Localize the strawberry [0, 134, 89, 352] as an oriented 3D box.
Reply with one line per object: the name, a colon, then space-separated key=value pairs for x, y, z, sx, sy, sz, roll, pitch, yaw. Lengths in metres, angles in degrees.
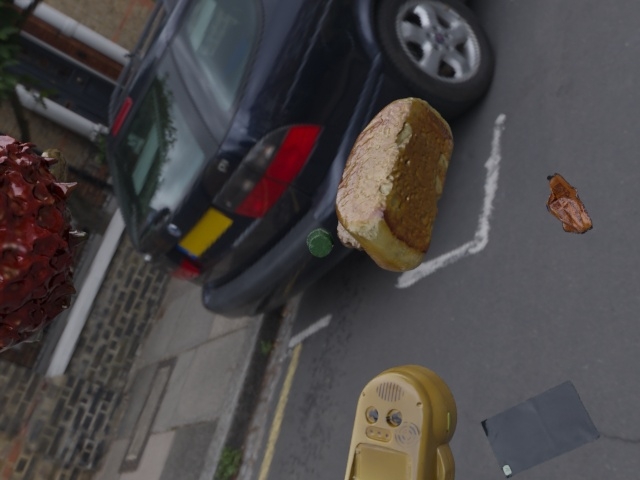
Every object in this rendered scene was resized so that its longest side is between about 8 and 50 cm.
strawberry: x=-0.447 y=0.005 z=0.782 sx=0.292 sy=0.343 sz=0.292 roll=2 pitch=93 yaw=35

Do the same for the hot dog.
hot dog: x=0.150 y=-0.118 z=1.621 sx=0.223 sy=0.185 sz=0.405 roll=-17 pitch=47 yaw=49

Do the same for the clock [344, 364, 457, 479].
clock: x=0.196 y=0.459 z=1.711 sx=0.244 sy=0.200 sz=0.316 roll=4 pitch=87 yaw=33

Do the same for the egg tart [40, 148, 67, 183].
egg tart: x=-0.541 y=-0.007 z=1.312 sx=0.341 sy=0.129 sz=0.341 roll=-176 pitch=90 yaw=-76

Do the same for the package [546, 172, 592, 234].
package: x=0.296 y=-0.041 z=0.876 sx=0.111 sy=0.033 sz=0.077 roll=19 pitch=-121 yaw=-80

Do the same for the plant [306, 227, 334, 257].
plant: x=0.000 y=0.000 z=1.308 sx=0.051 sy=0.051 sz=0.102 roll=-58 pitch=5 yaw=10

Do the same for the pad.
pad: x=0.408 y=0.354 z=1.348 sx=0.193 sy=0.004 sz=0.116 roll=-31 pitch=61 yaw=16
